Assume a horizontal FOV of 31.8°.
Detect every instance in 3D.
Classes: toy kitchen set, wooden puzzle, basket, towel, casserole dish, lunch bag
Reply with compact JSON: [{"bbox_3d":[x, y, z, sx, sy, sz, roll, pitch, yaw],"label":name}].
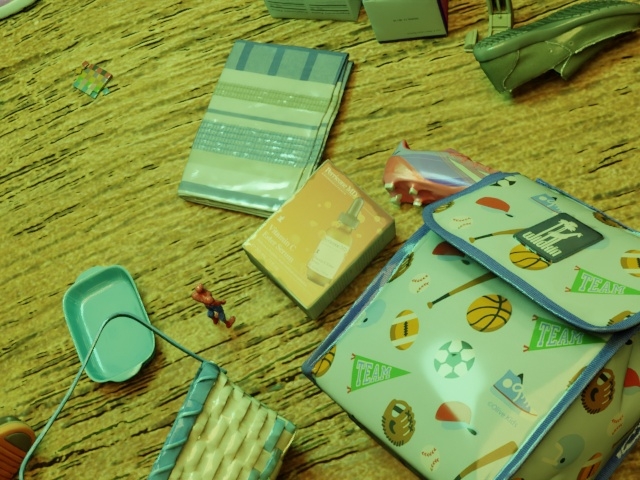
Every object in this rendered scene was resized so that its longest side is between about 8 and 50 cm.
[{"bbox_3d":[0.240,-0.312,1.634,0.068,0.075,0.083,3,63,18],"label":"toy kitchen set"},{"bbox_3d":[-0.370,-0.260,1.821,0.083,0.006,0.049,30,77,25],"label":"wooden puzzle"},{"bbox_3d":[-0.198,0.260,1.411,0.289,0.201,0.255,31,74,-7],"label":"basket"},{"bbox_3d":[-0.080,-0.168,1.684,0.209,0.034,0.285,11,70,19],"label":"towel"},{"bbox_3d":[-0.299,0.123,1.613,0.114,0.037,0.188,-28,63,2],"label":"casserole dish"},{"bbox_3d":[0.226,0.117,1.318,0.385,0.239,0.328,-48,48,-7],"label":"lunch bag"}]

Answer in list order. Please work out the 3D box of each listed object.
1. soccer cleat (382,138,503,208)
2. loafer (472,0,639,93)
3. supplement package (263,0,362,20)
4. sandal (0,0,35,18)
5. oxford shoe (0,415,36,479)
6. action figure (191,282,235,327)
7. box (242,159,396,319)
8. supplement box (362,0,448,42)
[{"bbox_3d":[0.205,-0.082,1.542,0.248,0.083,0.095,10,65,22],"label":"soccer cleat"},{"bbox_3d":[0.342,-0.276,1.595,0.251,0.087,0.094,-18,18,0],"label":"loafer"},{"bbox_3d":[-0.014,-0.471,1.706,0.149,0.203,0.194,7,69,18],"label":"supplement package"},{"bbox_3d":[-0.485,-0.500,1.908,0.416,0.102,0.169,-20,63,7],"label":"sandal"},{"bbox_3d":[-0.566,0.324,1.549,0.363,0.130,0.133,-29,54,0],"label":"oxford shoe"},{"bbox_3d":[-0.150,0.086,1.542,0.038,0.115,0.030,20,73,22],"label":"action figure"},{"bbox_3d":[0.000,0.000,1.538,0.130,0.091,0.170,42,83,13],"label":"box"},{"bbox_3d":[0.132,-0.425,1.697,0.111,0.114,0.220,-4,64,15],"label":"supplement box"}]
